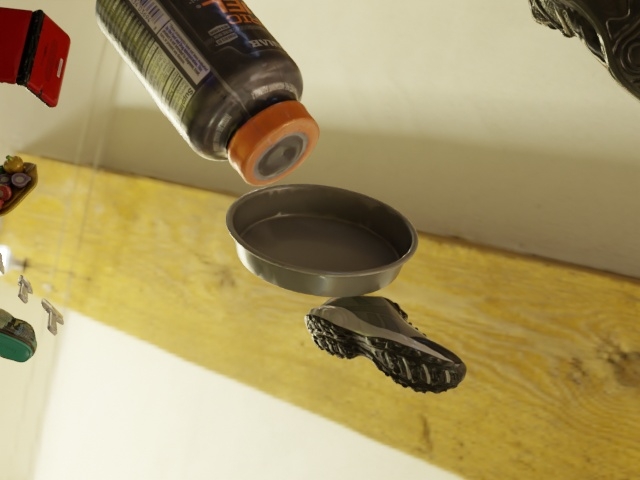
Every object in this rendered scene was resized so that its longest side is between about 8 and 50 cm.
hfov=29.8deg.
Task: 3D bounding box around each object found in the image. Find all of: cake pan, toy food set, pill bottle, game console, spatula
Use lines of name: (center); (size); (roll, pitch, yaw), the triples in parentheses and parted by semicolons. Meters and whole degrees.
cake pan: (0.000, 0.000, 1.820); (0.293, 0.293, 0.054); (42, -48, 47)
toy food set: (-0.734, -0.120, 2.716); (0.128, 0.071, 0.218); (18, -121, 34)
pill bottle: (-0.103, -0.166, 1.158); (0.245, 0.130, 0.130); (52, -58, 23)
game console: (-0.477, -0.292, 1.920); (0.085, 0.124, 0.144); (-9, -120, 26)
spatula: (-0.429, 0.069, 1.715); (0.019, 0.168, 0.242); (-42, -169, -6)

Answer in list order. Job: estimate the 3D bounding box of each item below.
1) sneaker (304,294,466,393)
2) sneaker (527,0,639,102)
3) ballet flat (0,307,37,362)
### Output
sneaker: (0.103, 0.136, 1.759); (0.272, 0.108, 0.100); (23, -37, 37)
sneaker: (0.290, -0.228, 1.234); (0.087, 0.130, 0.227); (-44, -90, 4)
ballet flat: (-0.463, 0.103, 1.593); (0.070, 0.188, 0.070); (-43, -152, 30)
